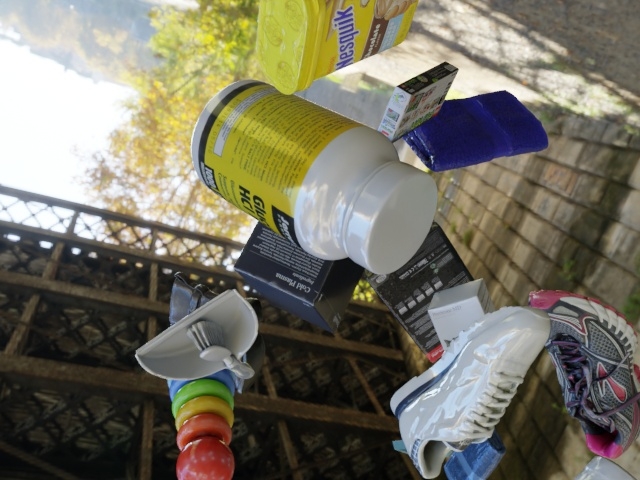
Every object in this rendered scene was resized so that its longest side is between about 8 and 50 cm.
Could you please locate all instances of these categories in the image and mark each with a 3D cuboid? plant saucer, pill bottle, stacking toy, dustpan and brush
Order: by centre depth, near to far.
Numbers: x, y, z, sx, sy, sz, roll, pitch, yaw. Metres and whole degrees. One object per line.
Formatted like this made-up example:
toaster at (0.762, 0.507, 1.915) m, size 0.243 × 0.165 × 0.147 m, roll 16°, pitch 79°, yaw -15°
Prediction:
dustpan and brush at (-0.131, 0.148, 0.801) m, size 0.060 × 0.147 × 0.211 m, roll 56°, pitch 178°, yaw 20°
pill bottle at (-0.013, -0.090, 0.842) m, size 0.333 × 0.188 × 0.187 m, roll 31°, pitch -162°, yaw 35°
stacking toy at (-0.198, 0.285, 1.038) m, size 0.141 × 0.141 × 0.330 m, roll 15°, pitch -156°, yaw -21°
plant saucer at (0.185, 0.386, 1.120) m, size 0.067 × 0.018 × 0.192 m, roll 18°, pitch 158°, yaw -1°

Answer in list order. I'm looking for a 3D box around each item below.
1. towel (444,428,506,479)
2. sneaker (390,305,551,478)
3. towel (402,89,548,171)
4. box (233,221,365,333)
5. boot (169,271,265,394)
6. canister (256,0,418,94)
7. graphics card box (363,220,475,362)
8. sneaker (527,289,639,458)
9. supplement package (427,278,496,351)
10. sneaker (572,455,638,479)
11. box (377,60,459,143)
towel at (0.224, 0.323, 0.889) m, size 0.029 × 0.120 × 0.067 m, roll 7°, pitch -148°, yaw -26°
sneaker at (0.173, 0.166, 0.665) m, size 0.090 × 0.235 × 0.095 m, roll 19°, pitch -146°, yaw -24°
towel at (0.352, -0.269, 1.421) m, size 0.308 × 0.076 × 0.228 m, roll -14°, pitch -135°, yaw -16°
box at (0.000, 0.000, 1.290) m, size 0.178 × 0.313 × 0.343 m, roll 22°, pitch 166°, yaw 15°
boot at (-0.248, 0.213, 1.408) m, size 0.228 × 0.263 × 0.091 m, roll 10°, pitch -162°, yaw 21°
canister at (0.023, -0.240, 0.642) m, size 0.169 × 0.126 × 0.073 m, roll -31°, pitch -115°, yaw -28°
graphics card box at (0.288, 0.133, 1.614) m, size 0.371 × 0.232 × 0.094 m, roll 50°, pitch -175°, yaw -31°
sneaker at (0.370, 0.181, 0.822) m, size 0.299 × 0.112 × 0.120 m, roll 50°, pitch 158°, yaw -22°
supplement package at (0.297, 0.183, 1.187) m, size 0.105 × 0.179 × 0.105 m, roll -21°, pitch -172°, yaw 25°
sneaker at (0.391, 0.389, 0.665) m, size 0.290 × 0.123 × 0.106 m, roll 41°, pitch 164°, yaw 31°
box at (0.191, -0.271, 1.182) m, size 0.036 × 0.114 × 0.207 m, roll 37°, pitch -137°, yaw 17°
